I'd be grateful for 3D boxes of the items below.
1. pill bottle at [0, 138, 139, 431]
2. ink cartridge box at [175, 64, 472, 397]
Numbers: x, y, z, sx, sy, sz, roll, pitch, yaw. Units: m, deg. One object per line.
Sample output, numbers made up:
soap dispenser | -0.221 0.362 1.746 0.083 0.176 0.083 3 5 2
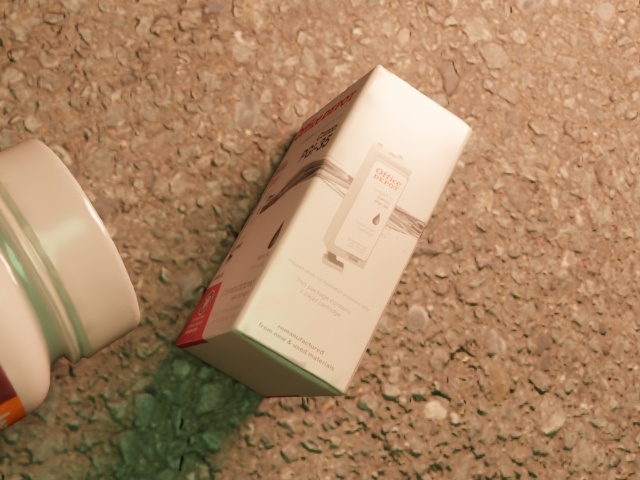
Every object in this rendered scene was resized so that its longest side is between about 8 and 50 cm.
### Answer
pill bottle | -0.360 0.087 0.780 0.392 0.224 0.224 -31 91 -22
ink cartridge box | 0.000 0.000 0.935 0.117 0.207 0.283 33 70 -13
